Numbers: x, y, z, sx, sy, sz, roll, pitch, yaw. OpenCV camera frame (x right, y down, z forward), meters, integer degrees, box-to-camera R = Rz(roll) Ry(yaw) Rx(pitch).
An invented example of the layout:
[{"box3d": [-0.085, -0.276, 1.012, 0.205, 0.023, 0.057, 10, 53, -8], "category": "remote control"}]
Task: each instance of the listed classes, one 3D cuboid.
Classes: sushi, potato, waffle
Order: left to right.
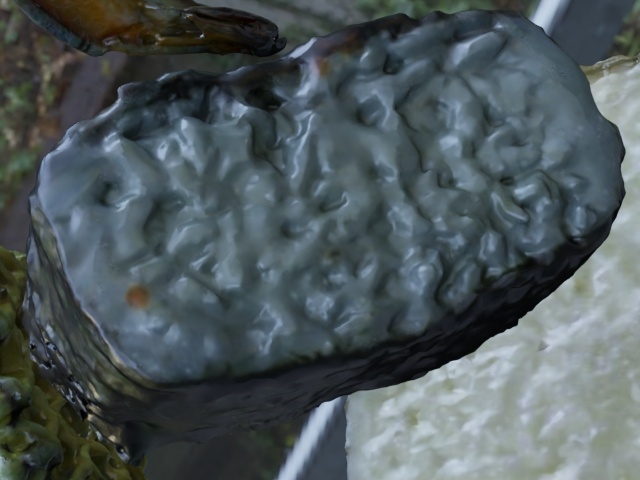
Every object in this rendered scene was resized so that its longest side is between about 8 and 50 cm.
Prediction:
[{"box3d": [-0.177, 0.095, 0.944, 0.054, 0.204, 0.223, -29, 61, 6], "category": "waffle"}, {"box3d": [0.000, 0.000, 0.571, 0.124, 0.225, 0.127, 64, 157, 14], "category": "sushi"}, {"box3d": [0.249, 0.131, 0.968, 0.385, 0.319, 0.442, 1, 59, 25], "category": "potato"}]

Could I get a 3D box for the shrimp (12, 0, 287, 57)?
[{"box3d": [-0.019, -0.130, 0.461, 0.195, 0.148, 0.035, -29, 33, -10], "category": "shrimp"}]
